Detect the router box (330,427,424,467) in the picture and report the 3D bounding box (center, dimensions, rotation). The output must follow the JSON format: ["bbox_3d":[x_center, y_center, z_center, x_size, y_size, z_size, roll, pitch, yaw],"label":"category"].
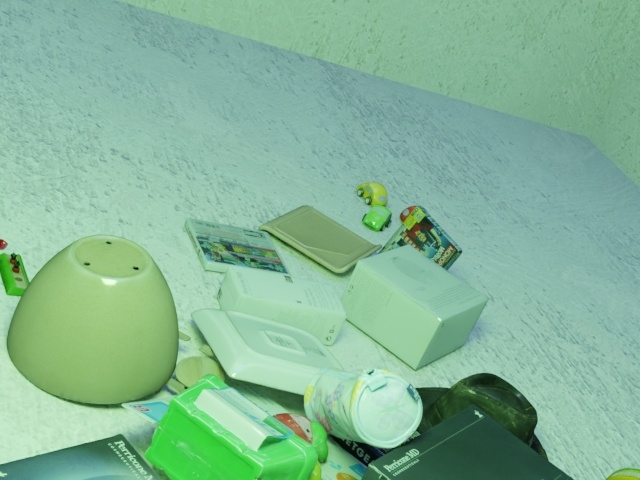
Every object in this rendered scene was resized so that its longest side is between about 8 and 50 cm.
[{"bbox_3d":[0.114,0.353,1.922,0.179,0.046,0.133,39,33,30],"label":"router box"}]

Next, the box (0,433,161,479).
[{"bbox_3d":[-0.295,0.408,1.295,0.296,0.182,0.294,40,28,31],"label":"box"}]

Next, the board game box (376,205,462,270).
[{"bbox_3d":[0.245,0.051,2.542,0.194,0.194,0.060,48,32,16],"label":"board game box"}]

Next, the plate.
[{"bbox_3d":[-0.074,0.200,1.986,0.278,0.045,0.277,17,11,-26],"label":"plate"}]

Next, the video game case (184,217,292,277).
[{"bbox_3d":[-0.180,0.021,2.372,0.201,0.023,0.183,11,27,-29],"label":"video game case"}]

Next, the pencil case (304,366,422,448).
[{"bbox_3d":[0.060,0.264,1.759,0.124,0.113,0.273,52,-17,-6],"label":"pencil case"}]

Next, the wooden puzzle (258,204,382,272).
[{"bbox_3d":[0.000,0.000,2.561,0.239,0.044,0.221,27,24,18],"label":"wooden puzzle"}]

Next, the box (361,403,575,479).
[{"bbox_3d":[0.246,0.451,1.690,0.312,0.179,0.343,37,27,25],"label":"box"}]

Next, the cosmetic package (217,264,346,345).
[{"bbox_3d":[-0.078,0.129,2.172,0.231,0.085,0.117,13,26,-25],"label":"cosmetic package"}]

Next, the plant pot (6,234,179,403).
[{"bbox_3d":[-0.358,0.103,1.797,0.284,0.190,0.284,13,29,-8],"label":"plant pot"}]

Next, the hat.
[{"bbox_3d":[0.308,0.329,2.052,0.331,0.134,0.331,20,25,-10],"label":"hat"}]

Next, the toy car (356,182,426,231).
[{"bbox_3d":[0.176,-0.079,2.856,0.239,0.053,0.225,30,25,13],"label":"toy car"}]

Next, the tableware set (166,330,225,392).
[{"bbox_3d":[-0.253,0.215,1.896,0.194,0.039,0.128,28,34,20],"label":"tableware set"}]

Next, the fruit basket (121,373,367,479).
[{"bbox_3d":[-0.084,0.310,1.700,0.327,0.165,0.353,32,19,28],"label":"fruit basket"}]

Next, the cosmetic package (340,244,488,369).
[{"bbox_3d":[0.197,0.138,2.331,0.225,0.138,0.224,34,26,25],"label":"cosmetic package"}]

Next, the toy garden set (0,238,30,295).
[{"bbox_3d":[-0.647,0.012,1.938,0.244,0.049,0.204,8,29,-32],"label":"toy garden set"}]

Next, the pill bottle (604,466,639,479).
[{"bbox_3d":[0.516,0.495,1.894,0.136,0.136,0.246,35,26,23],"label":"pill bottle"}]
